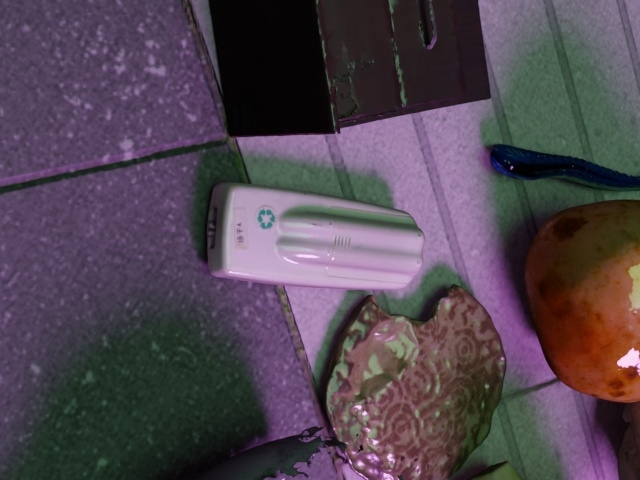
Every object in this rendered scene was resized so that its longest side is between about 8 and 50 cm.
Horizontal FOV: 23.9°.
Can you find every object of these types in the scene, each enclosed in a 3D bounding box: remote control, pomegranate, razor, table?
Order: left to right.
[{"bbox_3d":[-0.001,0.000,1.430,0.230,0.049,0.090,6,86,-35],"label":"remote control"},{"bbox_3d":[0.030,-0.192,1.367,0.193,0.172,0.169,-14,100,-35],"label":"table"},{"bbox_3d":[0.309,-0.077,1.659,0.324,0.093,0.056,-2,129,-33],"label":"razor"},{"bbox_3d":[0.307,0.054,1.579,0.215,0.215,0.215,-2,93,-37],"label":"pomegranate"}]

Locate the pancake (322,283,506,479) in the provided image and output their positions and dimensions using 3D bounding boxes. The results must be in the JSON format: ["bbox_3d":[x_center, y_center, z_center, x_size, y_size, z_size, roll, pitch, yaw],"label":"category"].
[{"bbox_3d":[0.098,0.149,1.523,0.235,0.029,0.212,2,92,-36],"label":"pancake"}]

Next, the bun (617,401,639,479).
[{"bbox_3d":[0.468,0.219,1.678,0.326,0.234,0.362,30,72,-57],"label":"bun"}]

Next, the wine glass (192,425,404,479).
[{"bbox_3d":[-0.098,0.286,1.291,0.357,0.190,0.190,-15,101,-32],"label":"wine glass"}]

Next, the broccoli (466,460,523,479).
[{"bbox_3d":[0.220,0.342,1.539,0.243,0.247,0.263,57,13,10],"label":"broccoli"}]
